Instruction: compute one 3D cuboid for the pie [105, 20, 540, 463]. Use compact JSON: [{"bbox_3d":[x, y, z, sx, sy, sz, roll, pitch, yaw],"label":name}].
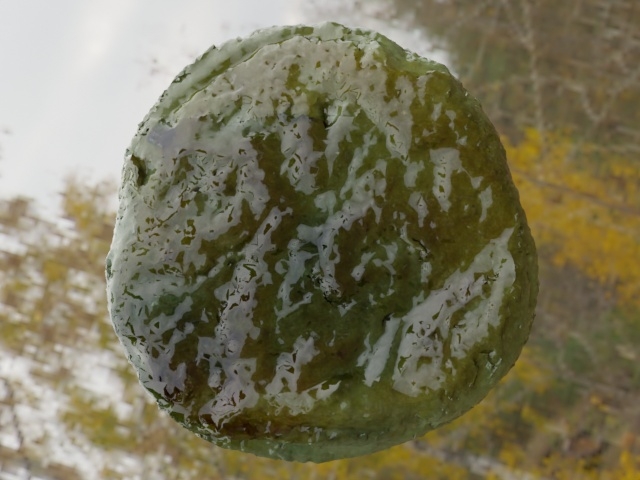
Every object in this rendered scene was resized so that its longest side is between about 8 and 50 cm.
[{"bbox_3d":[0.000,0.000,0.934,0.078,0.277,0.277,-3,-71,-85],"label":"pie"}]
